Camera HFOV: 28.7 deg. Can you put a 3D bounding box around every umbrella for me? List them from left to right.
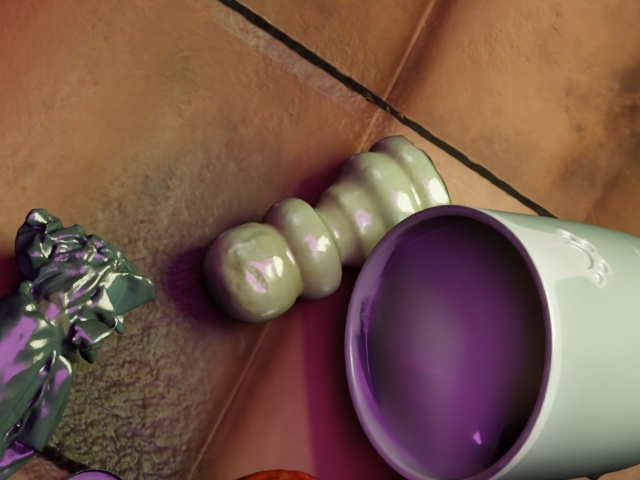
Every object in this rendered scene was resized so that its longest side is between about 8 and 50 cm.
[{"bbox_3d":[-0.290,0.133,1.098,0.143,0.094,0.349,39,68,-15],"label":"umbrella"}]

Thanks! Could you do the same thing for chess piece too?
[{"bbox_3d":[0.000,0.000,1.236,0.243,0.133,0.133,-26,87,-21],"label":"chess piece"}]

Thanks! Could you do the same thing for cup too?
[{"bbox_3d":[0.214,0.151,1.186,0.275,0.259,0.356,4,76,-39],"label":"cup"}]

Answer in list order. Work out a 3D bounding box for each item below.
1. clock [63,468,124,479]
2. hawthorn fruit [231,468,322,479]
[{"bbox_3d":[-0.208,0.251,1.142,0.085,0.017,0.085,6,75,-21],"label":"clock"},{"bbox_3d":[-0.019,0.285,1.082,0.243,0.207,0.207,-32,90,9],"label":"hawthorn fruit"}]
